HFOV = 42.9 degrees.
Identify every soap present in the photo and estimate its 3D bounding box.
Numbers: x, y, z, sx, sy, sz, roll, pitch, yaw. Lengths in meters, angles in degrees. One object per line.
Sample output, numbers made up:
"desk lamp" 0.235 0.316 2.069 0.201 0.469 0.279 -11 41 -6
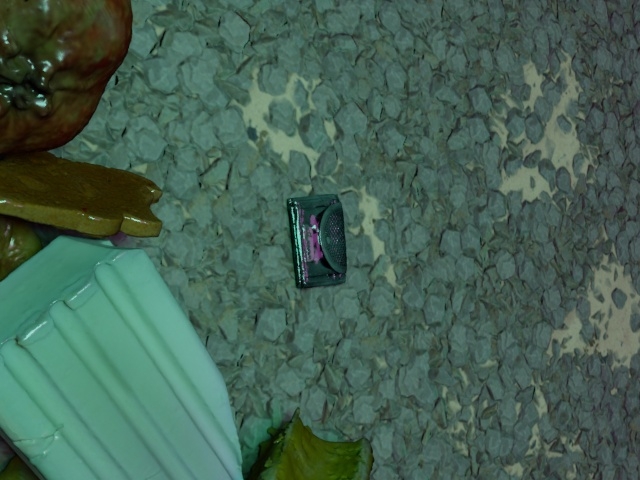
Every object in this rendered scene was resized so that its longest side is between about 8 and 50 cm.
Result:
"soap" -0.073 0.407 0.995 0.169 0.339 0.304 35 108 -1
"soap" -0.214 0.176 0.867 0.208 0.115 0.347 -44 127 -26

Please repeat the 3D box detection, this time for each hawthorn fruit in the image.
"hawthorn fruit" -0.352 -0.234 0.790 0.287 0.330 0.287 -29 146 -22

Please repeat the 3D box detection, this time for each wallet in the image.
"wallet" 0.000 0.000 1.149 0.088 0.026 0.129 -6 89 -36

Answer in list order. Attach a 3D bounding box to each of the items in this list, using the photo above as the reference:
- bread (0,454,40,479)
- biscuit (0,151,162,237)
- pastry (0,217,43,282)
"bread" -0.257 0.379 0.717 0.245 0.361 0.233 -38 106 -30
"biscuit" -0.269 -0.048 0.874 0.280 0.183 0.043 -17 132 -62
"pastry" -0.364 0.022 0.841 0.153 0.081 0.153 -2 93 -38
